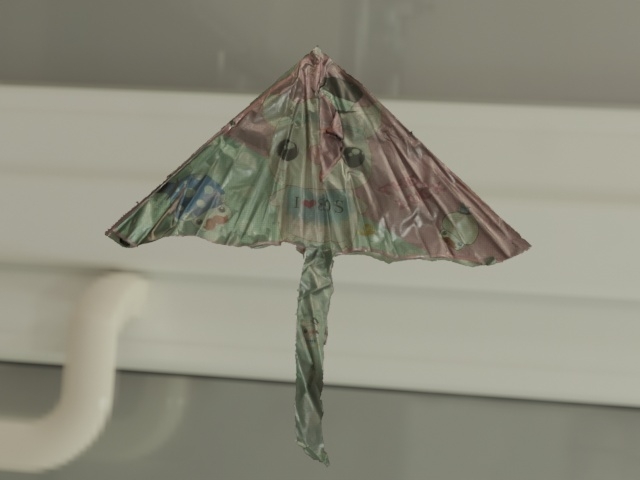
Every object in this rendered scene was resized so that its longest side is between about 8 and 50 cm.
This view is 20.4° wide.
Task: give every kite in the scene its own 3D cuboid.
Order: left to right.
[{"bbox_3d":[0.000,0.000,0.574,0.011,0.139,0.157,98,-5,-61],"label":"kite"}]
